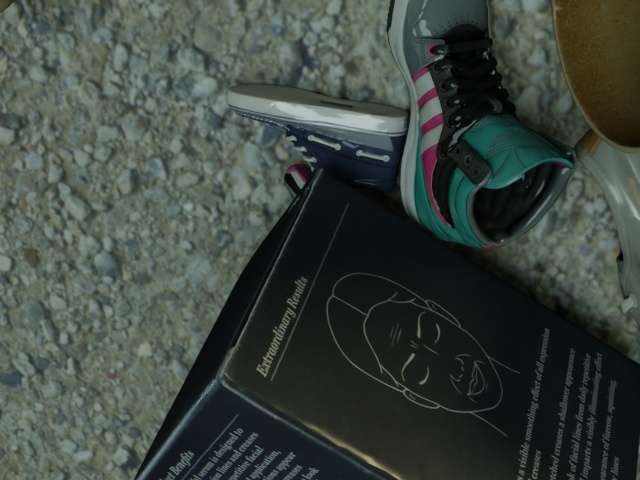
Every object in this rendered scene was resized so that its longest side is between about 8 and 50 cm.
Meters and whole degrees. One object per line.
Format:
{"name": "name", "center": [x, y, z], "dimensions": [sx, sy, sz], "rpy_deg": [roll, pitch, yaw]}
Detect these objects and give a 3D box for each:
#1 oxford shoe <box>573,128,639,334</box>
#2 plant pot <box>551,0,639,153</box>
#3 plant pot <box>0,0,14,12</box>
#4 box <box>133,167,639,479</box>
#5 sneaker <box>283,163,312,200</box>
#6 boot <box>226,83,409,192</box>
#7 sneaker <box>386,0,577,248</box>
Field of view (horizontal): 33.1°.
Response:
{"name": "oxford shoe", "center": [0.355, 0.067, 1.004], "dimensions": [0.130, 0.169, 0.449], "rpy_deg": [-20, 98, 22]}
{"name": "plant pot", "center": [0.348, -0.202, 0.849], "dimensions": [0.255, 0.237, 0.237], "rpy_deg": [-9, 113, -14]}
{"name": "plant pot", "center": [-0.254, -0.371, 0.951], "dimensions": [0.306, 0.334, 0.333], "rpy_deg": [-14, 108, 11]}
{"name": "box", "center": [0.078, 0.175, 1.016], "dimensions": [0.396, 0.293, 0.212], "rpy_deg": [32, 133, -7]}
{"name": "sneaker", "center": [0.000, 0.000, 1.146], "dimensions": [0.075, 0.063, 0.170], "rpy_deg": [-28, 106, 20]}
{"name": "boot", "center": [-0.008, -0.103, 1.100], "dimensions": [0.190, 0.069, 0.086], "rpy_deg": [12, 113, 11]}
{"name": "sneaker", "center": [0.146, -0.116, 0.969], "dimensions": [0.178, 0.124, 0.295], "rpy_deg": [36, 139, 52]}
